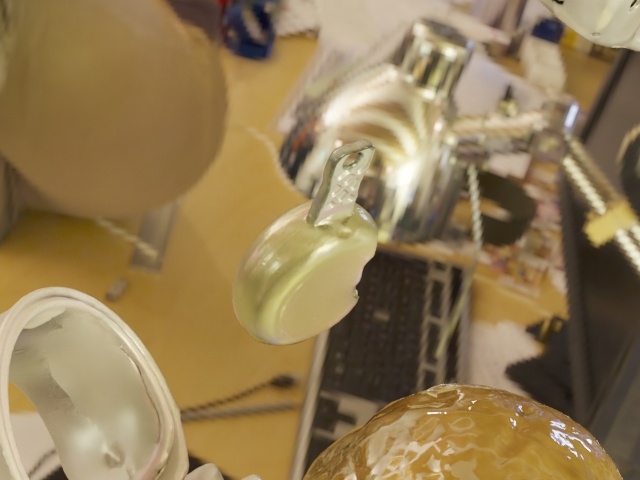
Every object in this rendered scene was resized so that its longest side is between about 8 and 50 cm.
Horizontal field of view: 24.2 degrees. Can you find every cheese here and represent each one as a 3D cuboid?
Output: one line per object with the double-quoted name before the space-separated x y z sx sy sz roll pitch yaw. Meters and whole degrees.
"cheese" 0.000 0.000 1.564 0.163 0.286 0.082 -18 58 -36

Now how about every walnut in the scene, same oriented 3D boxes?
"walnut" 0.093 0.255 1.027 0.333 0.332 0.333 12 32 -8

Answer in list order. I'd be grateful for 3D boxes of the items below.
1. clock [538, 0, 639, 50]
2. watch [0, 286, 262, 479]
"clock" 0.226 -0.207 1.085 0.080 0.117 0.176 44 24 21
"watch" -0.161 0.154 0.961 0.196 0.231 0.244 -23 15 22
